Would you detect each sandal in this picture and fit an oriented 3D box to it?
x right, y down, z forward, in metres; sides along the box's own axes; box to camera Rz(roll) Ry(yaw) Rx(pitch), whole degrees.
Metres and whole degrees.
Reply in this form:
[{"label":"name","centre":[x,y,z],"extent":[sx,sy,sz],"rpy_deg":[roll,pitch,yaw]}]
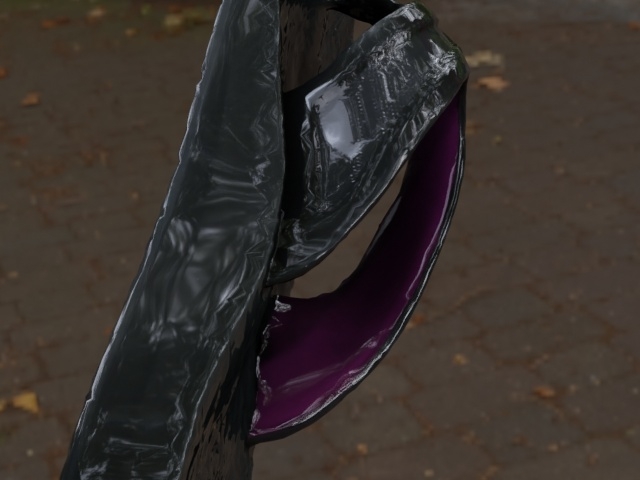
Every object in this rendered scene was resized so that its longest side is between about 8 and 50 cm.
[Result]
[{"label":"sandal","centre":[0.000,0.003,0.596],"extent":[0.107,0.167,0.445],"rpy_deg":[7,48,7]}]
